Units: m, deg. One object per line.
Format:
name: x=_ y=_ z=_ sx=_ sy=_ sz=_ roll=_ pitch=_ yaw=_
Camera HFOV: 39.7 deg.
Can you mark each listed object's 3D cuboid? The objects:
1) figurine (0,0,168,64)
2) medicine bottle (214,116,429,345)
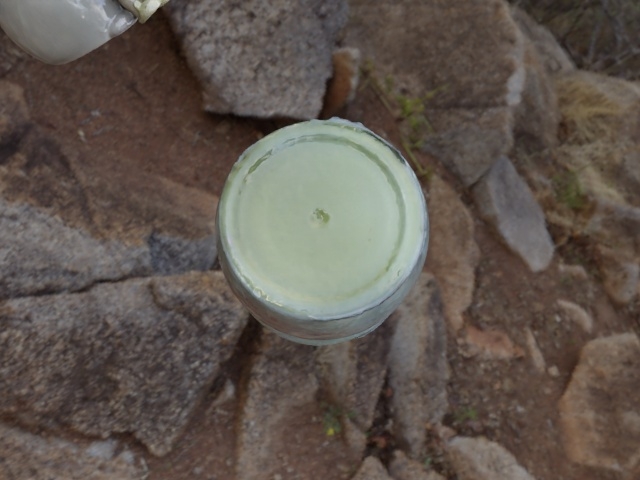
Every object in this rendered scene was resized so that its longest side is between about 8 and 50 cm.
figurine: x=-0.216 y=-0.247 z=0.618 sx=0.127 sy=0.155 sz=0.235 roll=-46 pitch=120 yaw=-20
medicine bottle: x=0.000 y=0.000 z=0.638 sx=0.147 sy=0.143 sz=0.147 roll=0 pitch=77 yaw=-2
